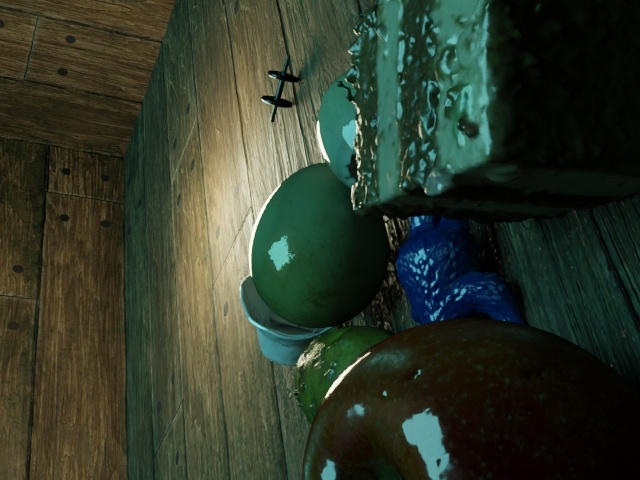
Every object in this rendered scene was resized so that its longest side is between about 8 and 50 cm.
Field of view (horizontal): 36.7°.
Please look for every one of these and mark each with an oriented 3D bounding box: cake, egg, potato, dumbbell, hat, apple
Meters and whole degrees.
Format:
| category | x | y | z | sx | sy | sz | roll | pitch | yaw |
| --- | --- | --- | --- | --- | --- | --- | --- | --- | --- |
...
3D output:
| category | x | y | z | sx | sy | sz | roll | pitch | yaw |
| --- | --- | --- | --- | --- | --- | --- | --- | --- | --- |
| cake | 0.200 | -0.155 | 1.021 | 0.290 | 0.281 | 0.256 | -8 | 81 | 63 |
| egg | 0.085 | -0.171 | 1.427 | 0.217 | 0.183 | 0.183 | -94 | 24 | -43 |
| potato | 0.052 | 0.212 | 1.415 | 0.298 | 0.141 | 0.176 | 164 | 104 | -67 |
| egg | 0.000 | 0.000 | 1.530 | 0.218 | 0.218 | 0.296 | 122 | 162 | -45 |
| dumbbell | -0.086 | -0.324 | 2.065 | 0.069 | 0.069 | 0.147 | -129 | 51 | -62 |
| hat | -0.050 | 0.140 | 1.691 | 0.203 | 0.203 | 0.126 | -109 | 20 | -50 |
| apple | 0.151 | 0.243 | 0.916 | 0.348 | 0.276 | 0.349 | -19 | 66 | 50 |

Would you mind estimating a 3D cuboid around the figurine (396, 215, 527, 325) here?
| category | x | y | z | sx | sy | sz | roll | pitch | yaw |
| --- | --- | --- | --- | --- | --- | --- | --- | --- | --- |
| figurine | 0.158 | 0.066 | 1.230 | 0.164 | 0.120 | 0.262 | -51 | 38 | 46 |
